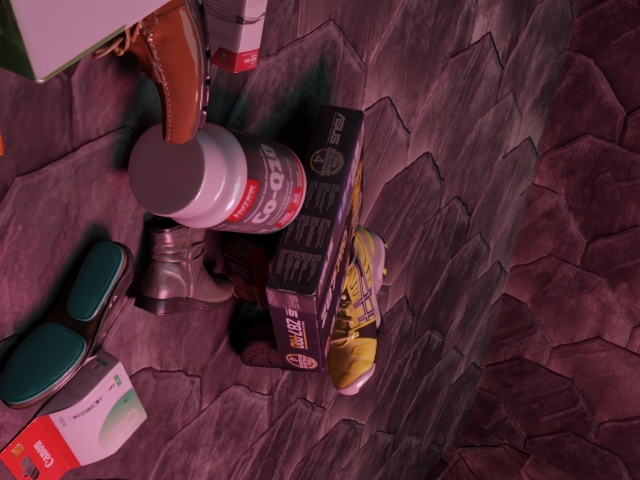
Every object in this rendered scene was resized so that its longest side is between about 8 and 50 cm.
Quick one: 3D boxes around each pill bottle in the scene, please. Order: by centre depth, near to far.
[{"bbox_3d":[-0.154,-0.095,1.422,0.283,0.161,0.161,4,109,-63],"label":"pill bottle"}]

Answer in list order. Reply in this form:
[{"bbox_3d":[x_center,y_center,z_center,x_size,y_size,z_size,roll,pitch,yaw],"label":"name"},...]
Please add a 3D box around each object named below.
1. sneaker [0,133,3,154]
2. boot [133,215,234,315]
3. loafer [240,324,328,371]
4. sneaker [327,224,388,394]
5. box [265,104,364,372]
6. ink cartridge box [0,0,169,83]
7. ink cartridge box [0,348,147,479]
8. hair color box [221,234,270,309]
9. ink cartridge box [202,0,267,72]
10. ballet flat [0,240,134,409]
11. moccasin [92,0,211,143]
[{"bbox_3d":[-0.427,-0.066,1.048,0.175,0.064,0.067,-46,160,-28],"label":"sneaker"},{"bbox_3d":[-0.208,0.033,1.542,0.246,0.083,0.161,-6,113,-63],"label":"boot"},{"bbox_3d":[-0.073,0.204,1.931,0.366,0.134,0.130,41,50,-74],"label":"loafer"},{"bbox_3d":[0.048,0.140,1.973,0.147,0.145,0.384,29,52,-43],"label":"sneaker"},{"bbox_3d":[0.000,0.000,1.694,0.318,0.097,0.394,83,19,-58],"label":"box"},{"bbox_3d":[-0.294,-0.276,0.855,0.201,0.278,0.117,-45,146,-34],"label":"ink cartridge box"},{"bbox_3d":[-0.389,0.310,1.481,0.224,0.056,0.181,-51,151,-30],"label":"ink cartridge box"},{"bbox_3d":[-0.134,0.061,1.710,0.043,0.072,0.141,-49,151,-29],"label":"hair color box"},{"bbox_3d":[-0.133,-0.323,1.321,0.056,0.099,0.135,-27,137,-52],"label":"ink cartridge box"},{"bbox_3d":[-0.354,0.131,1.339,0.280,0.095,0.096,-56,166,-16],"label":"ballet flat"},{"bbox_3d":[-0.219,-0.290,1.146,0.147,0.139,0.380,-11,133,-6],"label":"moccasin"}]
